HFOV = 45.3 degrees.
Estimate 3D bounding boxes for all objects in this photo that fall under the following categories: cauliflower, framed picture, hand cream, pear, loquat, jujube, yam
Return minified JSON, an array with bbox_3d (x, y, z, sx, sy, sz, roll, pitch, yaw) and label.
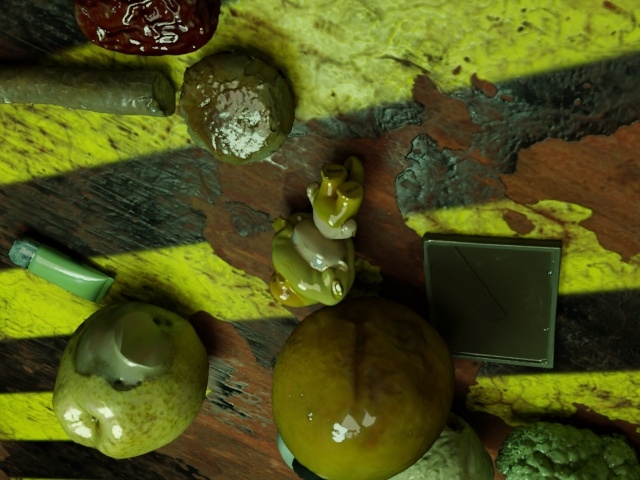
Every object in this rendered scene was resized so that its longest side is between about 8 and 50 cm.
[{"bbox_3d":[0.421,0.432,1.279,0.272,0.275,0.250,-3,176,-13],"label":"cauliflower"},{"bbox_3d":[0.249,0.095,1.120,0.189,0.023,0.260,3,133,18],"label":"framed picture"},{"bbox_3d":[-0.450,0.050,1.332,0.175,0.046,0.095,28,135,-16],"label":"hand cream"},{"bbox_3d":[-0.326,0.240,1.320,0.271,0.271,0.271,11,135,11],"label":"pear"},{"bbox_3d":[0.064,0.227,1.133,0.276,0.276,0.284,20,115,2],"label":"loquat"},{"bbox_3d":[-0.203,-0.269,0.884,0.176,0.109,0.112,3,99,22],"label":"jujube"},{"bbox_3d":[-0.339,-0.203,1.029,0.299,0.066,0.066,6,134,15],"label":"yam"}]

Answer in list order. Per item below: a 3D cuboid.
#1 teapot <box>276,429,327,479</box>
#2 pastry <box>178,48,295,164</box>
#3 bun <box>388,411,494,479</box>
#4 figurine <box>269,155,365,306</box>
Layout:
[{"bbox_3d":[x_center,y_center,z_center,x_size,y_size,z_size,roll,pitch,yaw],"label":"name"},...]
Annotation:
[{"bbox_3d":[0.012,0.372,1.401,0.193,0.129,0.294,12,135,8],"label":"teapot"},{"bbox_3d":[-0.107,-0.166,0.963,0.153,0.081,0.153,14,136,14],"label":"pastry"},{"bbox_3d":[0.196,0.350,1.284,0.220,0.220,0.134,25,105,-4],"label":"bun"},{"bbox_3d":[0.000,0.000,1.057,0.156,0.131,0.246,50,141,20],"label":"figurine"}]
